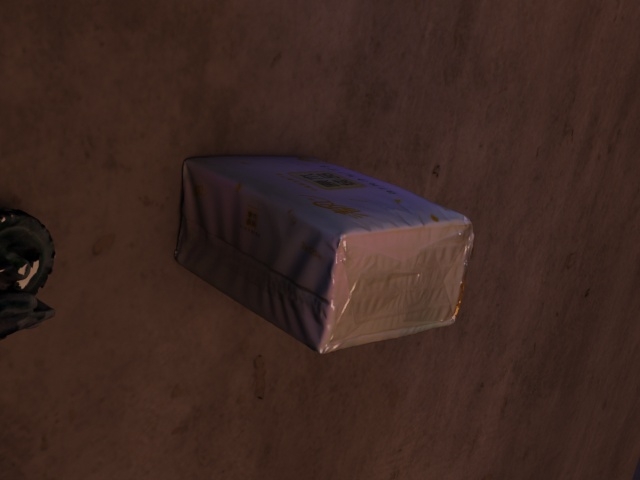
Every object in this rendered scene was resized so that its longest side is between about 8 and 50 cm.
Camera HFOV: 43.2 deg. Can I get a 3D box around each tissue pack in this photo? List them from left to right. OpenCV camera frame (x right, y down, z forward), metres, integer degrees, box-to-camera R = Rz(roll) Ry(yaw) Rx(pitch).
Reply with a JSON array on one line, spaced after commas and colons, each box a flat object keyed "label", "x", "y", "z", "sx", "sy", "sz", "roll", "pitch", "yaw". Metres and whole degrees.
[{"label": "tissue pack", "x": 0.000, "y": 0.000, "z": 0.776, "sx": 0.185, "sy": 0.225, "sz": 0.124, "roll": -8, "pitch": 115, "yaw": -43}]

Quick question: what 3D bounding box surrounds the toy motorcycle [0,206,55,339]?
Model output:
[{"label": "toy motorcycle", "x": -0.314, "y": 0.073, "z": 0.585, "sx": 0.270, "sy": 0.106, "sz": 0.159, "roll": -20, "pitch": 124, "yaw": -46}]
